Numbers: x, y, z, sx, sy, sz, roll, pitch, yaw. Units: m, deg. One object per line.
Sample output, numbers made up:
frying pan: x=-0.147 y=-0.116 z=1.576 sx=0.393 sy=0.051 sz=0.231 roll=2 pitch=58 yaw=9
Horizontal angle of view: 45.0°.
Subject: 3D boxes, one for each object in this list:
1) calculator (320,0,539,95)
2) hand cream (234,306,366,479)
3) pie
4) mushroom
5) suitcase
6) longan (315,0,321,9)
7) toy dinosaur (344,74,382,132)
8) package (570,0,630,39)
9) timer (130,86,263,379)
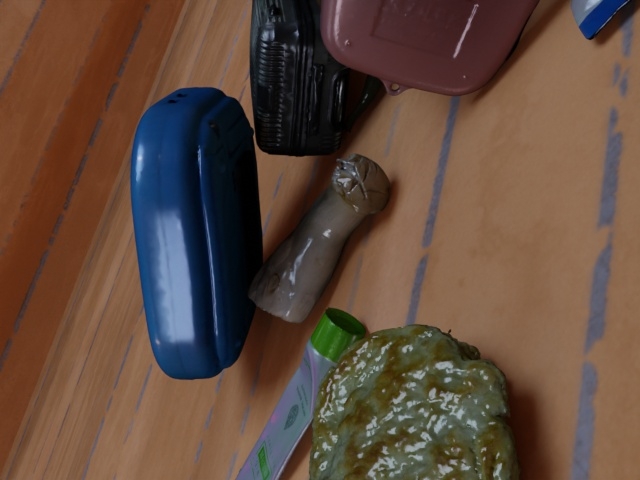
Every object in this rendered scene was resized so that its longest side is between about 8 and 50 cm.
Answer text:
calculator: x=0.121 y=-0.278 z=0.718 sx=0.048 sy=0.220 sz=0.330 roll=-89 pitch=14 yaw=-53
hand cream: x=-0.034 y=0.198 z=0.845 sx=0.275 sy=0.050 sz=0.079 roll=-62 pitch=-3 yaw=18
pie: x=0.073 y=0.178 z=0.582 sx=0.201 sy=0.090 sz=0.248 roll=-26 pitch=44 yaw=39
mushroom: x=0.001 y=-0.002 z=0.911 sx=0.223 sy=0.081 sz=0.092 roll=-53 pitch=4 yaw=17
suitcase: x=-0.038 y=-0.267 z=1.106 sx=0.312 sy=0.128 sz=0.202 roll=-100 pitch=12 yaw=-52
longan: x=0.081 y=-0.337 z=0.863 sx=0.215 sy=0.246 sz=0.246 roll=15 pitch=76 yaw=21
toy dinosaur: x=0.088 y=-0.263 z=1.060 sx=0.187 sy=0.087 sz=0.179 roll=-70 pitch=-18 yaw=-50
package: x=0.276 y=-0.280 z=0.683 sx=0.171 sy=0.027 sz=0.173 roll=-44 pitch=33 yaw=32
timer: x=-0.144 y=-0.016 z=0.974 sx=0.309 sy=0.115 sz=0.340 roll=-81 pitch=-11 yaw=-70
